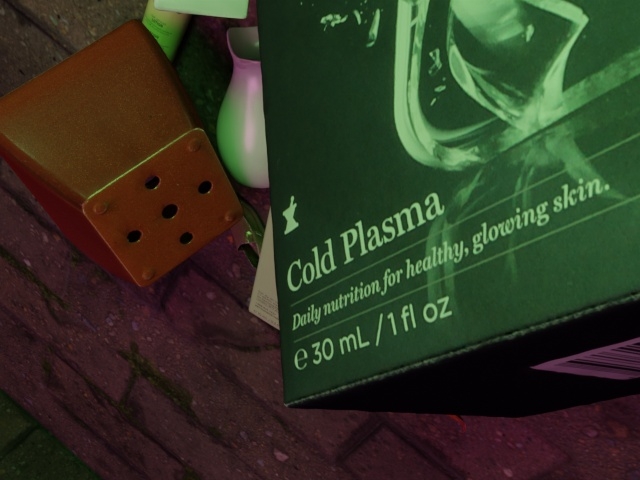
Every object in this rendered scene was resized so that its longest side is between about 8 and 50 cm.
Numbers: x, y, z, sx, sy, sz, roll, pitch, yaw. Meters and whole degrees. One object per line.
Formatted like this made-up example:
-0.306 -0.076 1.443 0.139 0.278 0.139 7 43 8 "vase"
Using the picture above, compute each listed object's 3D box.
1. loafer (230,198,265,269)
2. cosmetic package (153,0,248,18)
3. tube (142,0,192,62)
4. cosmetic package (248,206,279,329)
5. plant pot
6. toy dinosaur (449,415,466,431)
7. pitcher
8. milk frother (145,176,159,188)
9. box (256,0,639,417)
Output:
-0.126 -0.012 1.192 0.148 0.050 0.056 51 136 -7 "loafer"
-0.113 -0.443 0.663 0.284 0.097 0.377 -115 31 -51 "cosmetic package"
-0.205 -0.357 0.985 0.240 0.070 0.062 -53 44 42 "tube"
0.000 0.000 1.037 0.129 0.153 0.296 29 136 14 "cosmetic package"
-0.260 -0.098 0.976 0.236 0.267 0.267 41 162 38 "plant pot"
0.203 0.269 1.147 0.082 0.090 0.047 2 152 -20 "toy dinosaur"
-0.076 -0.168 0.959 0.178 0.125 0.207 -117 26 -50 "pitcher"
-0.305 -0.090 1.205 0.143 0.135 0.129 51 136 -7 "milk frother"
0.200 -0.148 0.509 0.480 0.297 0.472 -31 56 45 "box"
